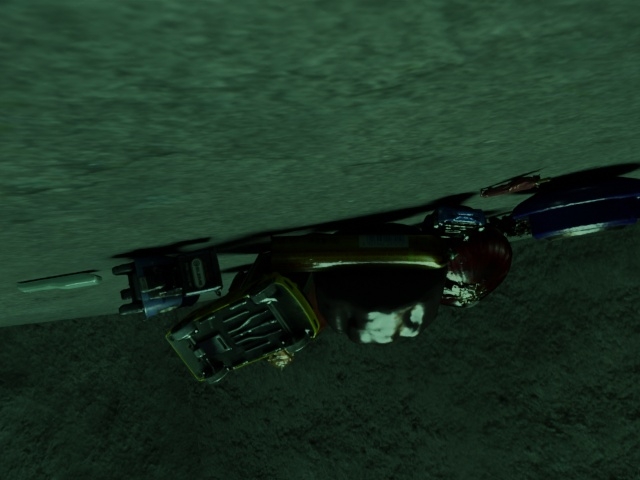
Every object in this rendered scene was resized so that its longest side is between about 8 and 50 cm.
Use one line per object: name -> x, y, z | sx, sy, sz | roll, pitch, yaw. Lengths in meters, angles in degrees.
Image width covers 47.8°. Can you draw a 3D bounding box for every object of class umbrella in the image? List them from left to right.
umbrella -> 0.332, -0.093, 1.240 | 0.027, 0.025, 0.165 | -29, -173, -29

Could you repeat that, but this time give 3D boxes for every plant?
plant -> 0.493, -0.034, 1.906 | 0.174, 0.087, 0.085 | -11, 141, 46

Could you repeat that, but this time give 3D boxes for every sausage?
sausage -> 0.083, 0.022, 1.413 | 0.372, 0.082, 0.082 | -1, 175, 2

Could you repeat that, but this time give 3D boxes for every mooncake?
mooncake -> 0.122, 0.088, 1.496 | 0.283, 0.283, 0.141 | -9, 132, -6

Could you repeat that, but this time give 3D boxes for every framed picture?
framed picture -> -0.102, 0.093, 1.659 | 0.217, 0.016, 0.273 | -13, -149, 27

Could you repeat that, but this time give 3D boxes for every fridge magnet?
fridge magnet -> 0.511, -0.063, 1.414 | 0.266, 0.112, 0.265 | -8, 175, -1

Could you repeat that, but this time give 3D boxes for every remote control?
remote control -> -0.547, 0.091, 1.519 | 0.162, 0.029, 0.061 | -9, 173, -3

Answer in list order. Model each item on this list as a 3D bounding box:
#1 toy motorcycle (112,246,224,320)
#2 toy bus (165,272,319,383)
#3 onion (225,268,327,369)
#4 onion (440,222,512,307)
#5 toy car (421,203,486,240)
toy motorcycle -> -0.299, 0.087, 1.450 | 0.213, 0.125, 0.358 | -10, 177, -14
toy bus -> -0.147, 0.166, 1.471 | 0.330, 0.144, 0.152 | -25, -165, 30
onion -> -0.128, 0.201, 2.204 | 0.354, 0.353, 0.353 | -10, 175, -1
onion -> 0.338, 0.034, 1.833 | 0.273, 0.285, 0.273 | -10, 138, -9
toy car -> 0.260, -0.041, 1.416 | 0.103, 0.063, 0.216 | 4, 171, -1
